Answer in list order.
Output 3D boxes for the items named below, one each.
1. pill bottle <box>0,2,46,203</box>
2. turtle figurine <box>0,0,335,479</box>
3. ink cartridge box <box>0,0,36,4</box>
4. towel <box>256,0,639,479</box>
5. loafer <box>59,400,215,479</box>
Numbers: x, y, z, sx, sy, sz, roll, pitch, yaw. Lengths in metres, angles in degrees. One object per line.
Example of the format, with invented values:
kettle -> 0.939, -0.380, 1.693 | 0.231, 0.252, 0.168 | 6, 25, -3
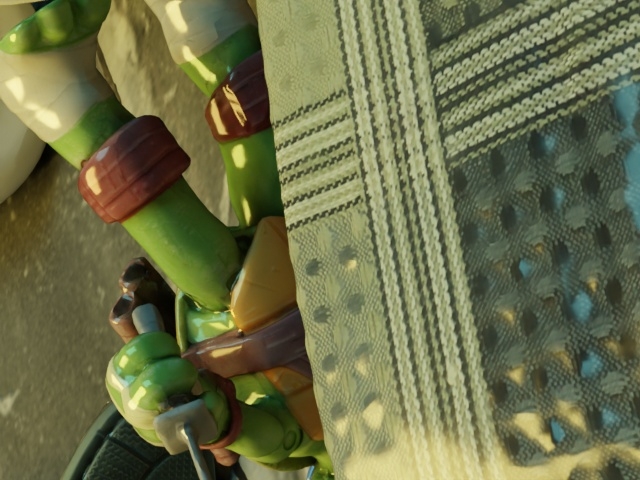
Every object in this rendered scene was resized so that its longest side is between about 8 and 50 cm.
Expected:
pill bottle -> -0.355, -0.069, 1.302 | 0.363, 0.210, 0.210 | -22, 59, 50
turtle figurine -> 0.000, 0.000, 0.747 | 0.198, 0.266, 0.275 | -31, 4, -2
ink cartridge box -> -0.204, -0.243, 1.014 | 0.395, 0.285, 0.166 | -140, 41, -62
towel -> 0.100, -0.078, 0.576 | 0.312, 0.056, 0.324 | -24, 69, 44
loafer -> -0.120, 0.207, 0.950 | 0.084, 0.096, 0.267 | -5, 74, 61
